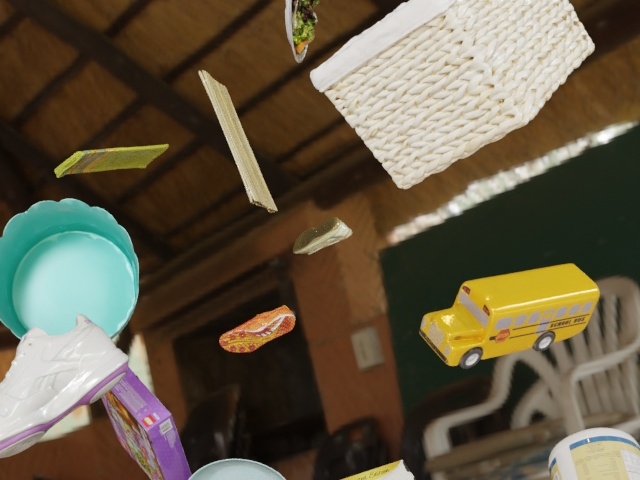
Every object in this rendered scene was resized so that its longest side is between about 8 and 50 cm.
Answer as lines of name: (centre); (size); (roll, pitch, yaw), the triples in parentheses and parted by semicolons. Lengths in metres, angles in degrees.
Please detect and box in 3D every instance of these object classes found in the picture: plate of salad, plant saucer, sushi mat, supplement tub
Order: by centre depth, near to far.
supplement tub: (0.428, 0.396, 1.620); (0.144, 0.199, 0.144); (-3, -46, -3)
plant saucer: (-0.135, 0.434, 1.827); (0.195, 0.195, 0.037); (-16, 24, 11)
plate of salad: (-0.025, -0.407, 1.882); (0.048, 0.199, 0.200); (4, -11, 10)
sushi mat: (-0.174, -0.206, 2.296); (0.019, 0.316, 0.151); (-25, -14, 9)

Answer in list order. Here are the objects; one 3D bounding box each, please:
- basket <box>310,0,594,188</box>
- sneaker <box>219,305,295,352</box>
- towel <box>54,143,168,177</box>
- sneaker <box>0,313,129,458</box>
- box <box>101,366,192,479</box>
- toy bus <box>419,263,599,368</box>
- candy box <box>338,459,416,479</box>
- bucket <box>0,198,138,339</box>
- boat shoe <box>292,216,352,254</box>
basket: (0.231, -0.309, 1.830); (0.331, 0.266, 0.328); (-30, 11, 48)
sneaker: (-0.140, 0.198, 2.405); (0.175, 0.064, 0.067); (-19, 26, -10)
towel: (-0.436, -0.169, 2.290); (0.102, 0.021, 0.237); (-27, -11, 41)
sneaker: (-0.458, 0.231, 1.708); (0.305, 0.152, 0.114); (-34, -10, -29)
box: (-0.333, 0.355, 2.044); (0.057, 0.201, 0.293); (-34, -36, -22)
toy bus: (0.351, 0.136, 2.017); (0.333, 0.108, 0.130); (-8, -50, -31)
candy box: (0.120, 0.484, 1.780); (0.159, 0.233, 0.071); (-13, -47, -26)
bucket: (-0.457, 0.077, 1.976); (0.281, 0.281, 0.183); (-12, -11, -9)
boat shoe: (0.001, -0.002, 2.270); (0.048, 0.056, 0.153); (34, -42, -26)
